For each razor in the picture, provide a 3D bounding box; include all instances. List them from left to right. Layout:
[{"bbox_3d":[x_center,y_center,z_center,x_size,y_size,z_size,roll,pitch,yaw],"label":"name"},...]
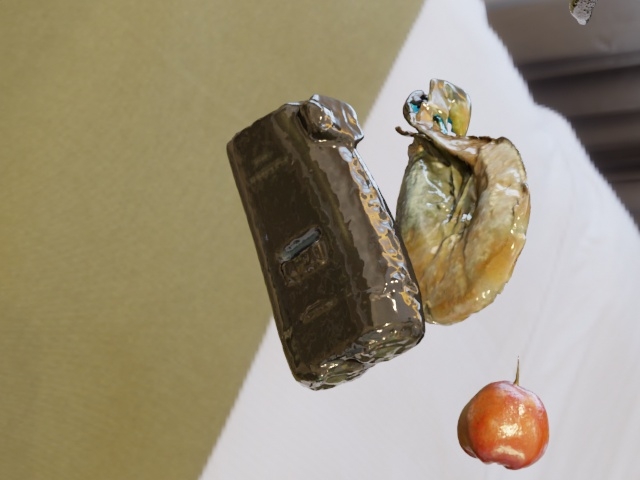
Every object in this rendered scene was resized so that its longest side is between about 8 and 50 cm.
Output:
[{"bbox_3d":[0.002,-0.001,1.402,0.107,0.189,0.327,5,61,-53],"label":"razor"}]

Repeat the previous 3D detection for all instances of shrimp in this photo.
[{"bbox_3d":[0.172,-0.073,1.552,0.110,0.221,0.445,29,33,-25],"label":"shrimp"}]

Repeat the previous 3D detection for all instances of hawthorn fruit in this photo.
[{"bbox_3d":[0.249,0.242,1.584,0.140,0.125,0.125,-43,133,6],"label":"hawthorn fruit"}]

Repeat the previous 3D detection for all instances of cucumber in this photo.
[{"bbox_3d":[0.323,-0.293,1.485,0.135,0.034,0.033,77,-3,-82],"label":"cucumber"}]
